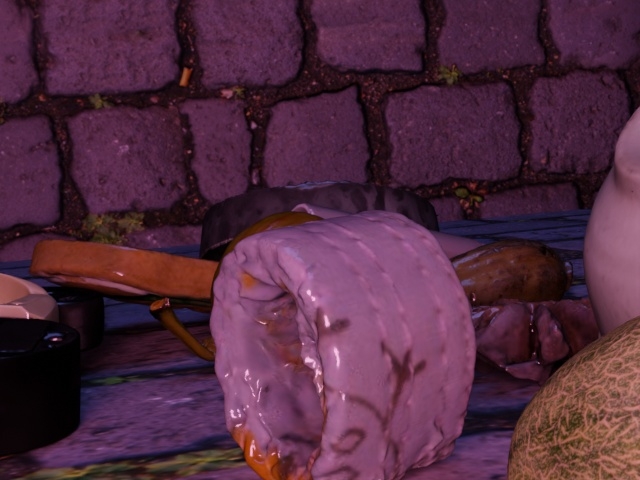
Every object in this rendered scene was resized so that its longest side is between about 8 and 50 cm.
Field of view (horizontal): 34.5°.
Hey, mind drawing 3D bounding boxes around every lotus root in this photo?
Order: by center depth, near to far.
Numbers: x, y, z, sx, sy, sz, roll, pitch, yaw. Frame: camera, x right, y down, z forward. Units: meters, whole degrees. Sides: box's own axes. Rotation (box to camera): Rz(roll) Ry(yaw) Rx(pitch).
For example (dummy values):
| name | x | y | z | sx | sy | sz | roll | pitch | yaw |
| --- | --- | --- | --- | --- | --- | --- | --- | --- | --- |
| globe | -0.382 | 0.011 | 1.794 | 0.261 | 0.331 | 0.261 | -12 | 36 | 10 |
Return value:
| name | x | y | z | sx | sy | sz | roll | pitch | yaw |
| --- | --- | --- | --- | --- | --- | --- | --- | --- | --- |
| lotus root | 0.188 | 0.045 | 1.085 | 0.179 | 0.089 | 0.080 | -9 | -31 | -23 |

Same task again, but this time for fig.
| name | x | y | z | sx | sy | sz | roll | pitch | yaw |
| --- | --- | --- | --- | --- | --- | --- | --- | --- | --- |
| fig | -0.042 | 0.057 | 0.966 | 0.142 | 0.148 | 0.186 | 12 | 50 | 23 |

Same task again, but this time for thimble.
| name | x | y | z | sx | sy | sz | roll | pitch | yaw |
| --- | --- | --- | --- | --- | --- | --- | --- | --- | --- |
| thimble | 0.015 | 0.062 | 0.588 | 0.117 | 0.151 | 0.127 | -13 | 18 | -38 |

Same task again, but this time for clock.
| name | x | y | z | sx | sy | sz | roll | pitch | yaw |
| --- | --- | --- | --- | --- | --- | --- | --- | --- | --- |
| clock | -0.320 | 0.089 | 0.844 | 0.276 | 0.120 | 0.379 | 1 | 4 | -11 |
| clock | 0.001 | 0.001 | 1.302 | 0.312 | 0.061 | 0.312 | -1 | -16 | 0 |

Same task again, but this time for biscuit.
| name | x | y | z | sx | sy | sz | roll | pitch | yaw |
| --- | --- | --- | --- | --- | --- | --- | --- | --- | --- |
| biscuit | -0.166 | 0.049 | 1.161 | 0.343 | 0.057 | 0.287 | 12 | -6 | -41 |

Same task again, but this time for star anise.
| name | x | y | z | sx | sy | sz | roll | pitch | yaw |
| --- | --- | --- | --- | --- | --- | --- | --- | --- | --- |
| star anise | 0.180 | 0.078 | 0.832 | 0.195 | 0.065 | 0.182 | -8 | -1 | 11 |

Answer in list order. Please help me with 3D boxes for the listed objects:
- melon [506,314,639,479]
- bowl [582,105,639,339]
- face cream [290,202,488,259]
| name | x | y | z | sx | sy | sz | roll | pitch | yaw |
| --- | --- | --- | --- | --- | --- | --- | --- | --- | --- |
| melon | 0.154 | 0.079 | 0.319 | 0.192 | 0.139 | 0.139 | -7 | 3 | 30 |
| bowl | 0.272 | -0.022 | 0.554 | 0.307 | 0.163 | 0.307 | -34 | 16 | 11 |
| face cream | 0.090 | 0.019 | 1.142 | 0.269 | 0.073 | 0.107 | 11 | -18 | -26 |
